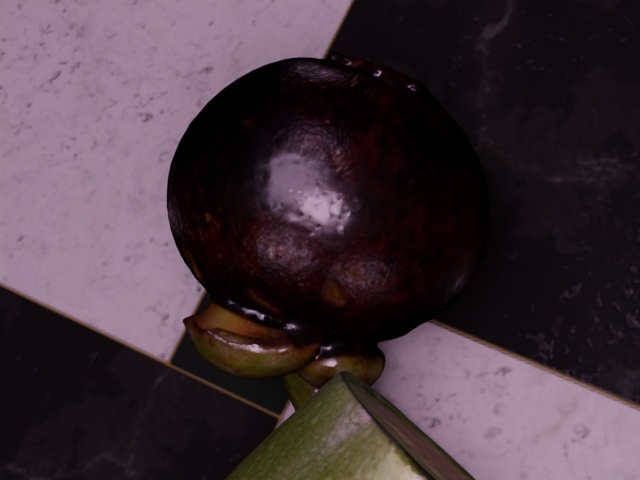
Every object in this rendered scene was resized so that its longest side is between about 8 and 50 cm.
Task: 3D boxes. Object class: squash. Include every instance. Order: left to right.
[{"bbox_3d":[-0.024,0.331,1.750,0.384,0.263,0.263,-46,58,4],"label":"squash"}]

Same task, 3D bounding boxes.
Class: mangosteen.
[{"bbox_3d":[0.000,0.000,1.856,0.307,0.307,0.347,20,97,31],"label":"mangosteen"}]
